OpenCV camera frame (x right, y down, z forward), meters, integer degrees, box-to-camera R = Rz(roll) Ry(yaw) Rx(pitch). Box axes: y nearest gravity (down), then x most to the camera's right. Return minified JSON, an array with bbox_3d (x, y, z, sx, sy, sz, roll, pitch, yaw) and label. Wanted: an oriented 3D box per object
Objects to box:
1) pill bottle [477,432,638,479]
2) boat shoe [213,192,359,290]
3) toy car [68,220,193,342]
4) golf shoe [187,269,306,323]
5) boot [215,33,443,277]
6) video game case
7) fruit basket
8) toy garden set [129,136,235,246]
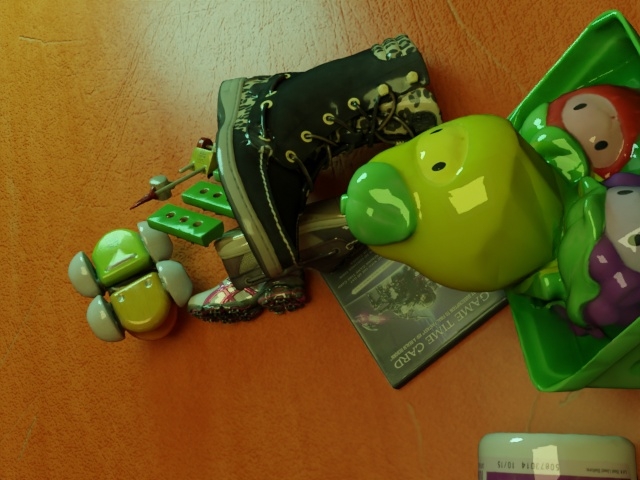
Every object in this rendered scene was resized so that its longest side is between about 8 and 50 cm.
[{"bbox_3d":[0.248,0.357,0.855,0.169,0.169,0.302,-6,73,28],"label":"pill bottle"},{"bbox_3d":[0.000,0.000,1.115,0.285,0.103,0.092,-14,107,8],"label":"boat shoe"},{"bbox_3d":[-0.281,0.071,1.259,0.159,0.136,0.182,-28,66,-6],"label":"toy car"},{"bbox_3d":[-0.108,0.071,1.202,0.186,0.067,0.086,-13,64,16],"label":"golf shoe"},{"bbox_3d":[0.017,-0.130,1.065,0.284,0.138,0.377,-17,37,5],"label":"boot"},{"bbox_3d":[0.104,0.032,1.115,0.196,0.026,0.274,-41,61,14],"label":"video game case"},{"bbox_3d":[0.226,-0.048,0.815,0.283,0.392,0.392,-52,55,36],"label":"fruit basket"},{"bbox_3d":[-0.158,-0.073,1.209,0.203,0.049,0.244,17,42,34],"label":"toy garden set"}]
